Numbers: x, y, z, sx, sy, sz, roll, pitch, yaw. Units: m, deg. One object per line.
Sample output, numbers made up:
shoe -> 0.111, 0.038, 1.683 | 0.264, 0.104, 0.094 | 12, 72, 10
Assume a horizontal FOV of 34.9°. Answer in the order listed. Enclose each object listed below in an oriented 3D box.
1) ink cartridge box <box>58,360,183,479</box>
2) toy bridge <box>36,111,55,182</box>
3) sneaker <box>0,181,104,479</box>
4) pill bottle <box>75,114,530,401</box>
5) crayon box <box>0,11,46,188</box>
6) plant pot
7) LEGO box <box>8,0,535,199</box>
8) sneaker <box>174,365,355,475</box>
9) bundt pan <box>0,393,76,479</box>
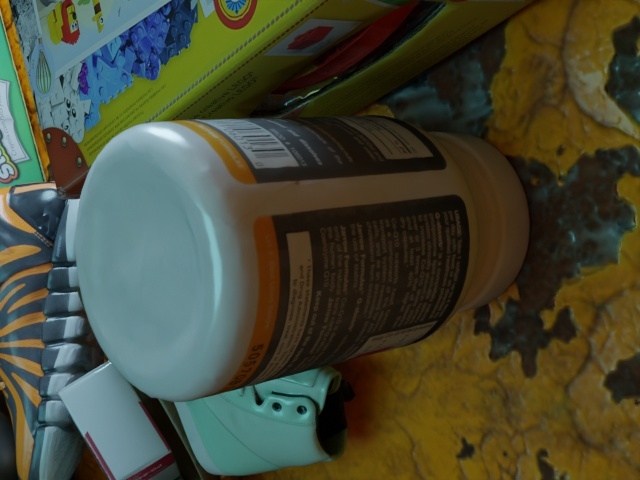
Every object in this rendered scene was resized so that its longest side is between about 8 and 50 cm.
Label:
ink cartridge box -> -0.188, 0.198, 0.985 | 0.109, 0.063, 0.150 | 51, 161, 22
toy bridge -> -0.284, -0.061, 1.142 | 0.063, 0.026, 0.188 | -3, 94, 45
sneaker -> -0.325, 0.098, 1.063 | 0.124, 0.180, 0.321 | 76, -164, -76
pill bottle -> 0.000, 0.000, 0.655 | 0.162, 0.278, 0.162 | 8, 102, 46
crayon box -> -0.474, -0.093, 1.286 | 0.313, 0.106, 0.363 | -27, 77, 45
plant pot -> -0.156, 0.138, 0.961 | 0.236, 0.032, 0.236 | 50, 161, 24
LEGO box -> -0.037, -0.290, 0.715 | 0.500, 0.193, 0.373 | -27, 75, 46
sneaker -> -0.063, 0.076, 0.810 | 0.151, 0.094, 0.256 | -10, 118, 29
bundt pan -> -0.390, 0.314, 1.120 | 0.124, 0.331, 0.331 | 26, 116, 18
